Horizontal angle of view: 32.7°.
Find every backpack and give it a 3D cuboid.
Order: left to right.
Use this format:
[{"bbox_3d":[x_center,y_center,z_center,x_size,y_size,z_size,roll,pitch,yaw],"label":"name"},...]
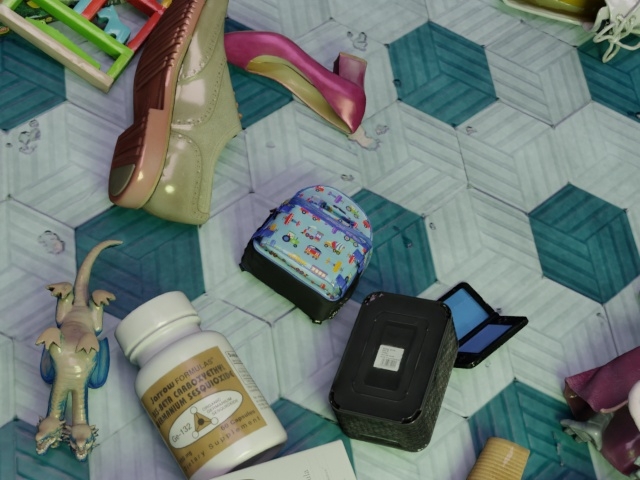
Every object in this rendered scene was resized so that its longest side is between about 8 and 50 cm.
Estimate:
[{"bbox_3d":[0.000,0.000,1.475,0.158,0.117,0.173,36,58,5],"label":"backpack"}]

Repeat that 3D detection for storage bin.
[{"bbox_3d":[0.097,0.167,1.405,0.122,0.084,0.180,9,57,21],"label":"storage bin"}]

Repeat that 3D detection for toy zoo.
[{"bbox_3d":[-0.312,-0.381,1.605,0.192,0.030,0.293,35,67,-6],"label":"toy zoo"}]

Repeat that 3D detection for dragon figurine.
[{"bbox_3d":[-0.301,0.131,1.345,0.085,0.144,0.289,6,43,-9],"label":"dragon figurine"}]

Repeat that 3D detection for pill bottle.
[{"bbox_3d":[-0.152,0.182,1.331,0.131,0.131,0.229,-27,72,-25],"label":"pill bottle"}]

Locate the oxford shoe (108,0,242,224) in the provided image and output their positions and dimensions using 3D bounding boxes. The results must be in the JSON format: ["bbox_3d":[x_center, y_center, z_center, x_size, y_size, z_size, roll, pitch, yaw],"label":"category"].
[{"bbox_3d":[-0.180,-0.205,1.535,0.146,0.140,0.397,24,68,-27],"label":"oxford shoe"}]

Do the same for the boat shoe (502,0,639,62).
[{"bbox_3d":[0.467,-0.372,1.777,0.367,0.136,0.156,18,60,-1],"label":"boat shoe"}]

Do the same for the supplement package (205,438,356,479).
[{"bbox_3d":[-0.074,0.344,1.250,0.244,0.134,0.139,-15,62,-16],"label":"supplement package"}]

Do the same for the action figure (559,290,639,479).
[{"bbox_3d":[0.497,0.152,1.448,0.370,0.276,0.248,-37,70,-13],"label":"action figure"}]

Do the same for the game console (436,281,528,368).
[{"bbox_3d":[0.202,0.114,1.495,0.122,0.107,0.071,-34,104,-26],"label":"game console"}]

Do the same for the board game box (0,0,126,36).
[{"bbox_3d":[-0.406,-0.386,1.621,0.260,0.030,0.136,-22,73,-23],"label":"board game box"}]

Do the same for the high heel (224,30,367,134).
[{"bbox_3d":[-0.050,-0.233,1.614,0.244,0.082,0.117,13,70,-13],"label":"high heel"}]

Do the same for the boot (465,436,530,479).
[{"bbox_3d":[0.295,0.396,1.363,0.295,0.104,0.211,24,65,4],"label":"boot"}]
